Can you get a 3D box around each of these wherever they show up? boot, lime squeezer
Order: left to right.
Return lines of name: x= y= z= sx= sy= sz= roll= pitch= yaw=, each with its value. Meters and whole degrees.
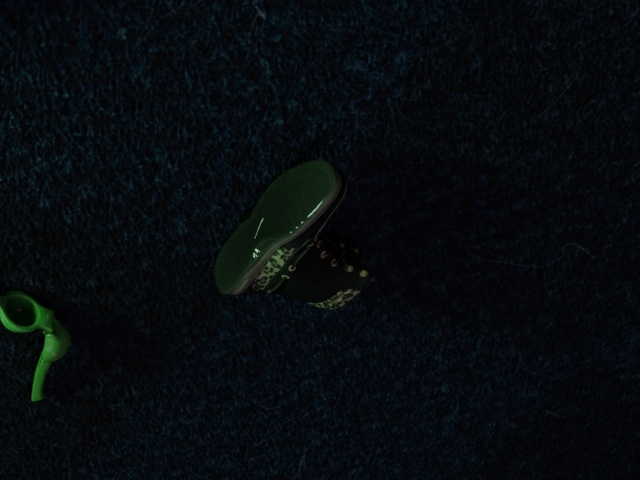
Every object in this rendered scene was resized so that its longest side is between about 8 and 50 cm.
lime squeezer: x=-0.377 y=0.104 z=1.630 sx=0.110 sy=0.058 sz=0.310 roll=0 pitch=146 yaw=22
boot: x=-0.001 y=-0.001 z=1.641 sx=0.179 sy=0.085 sz=0.236 roll=15 pitch=134 yaw=-37
